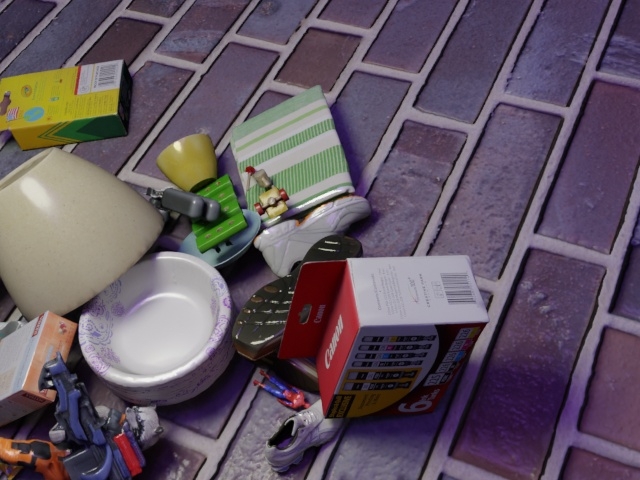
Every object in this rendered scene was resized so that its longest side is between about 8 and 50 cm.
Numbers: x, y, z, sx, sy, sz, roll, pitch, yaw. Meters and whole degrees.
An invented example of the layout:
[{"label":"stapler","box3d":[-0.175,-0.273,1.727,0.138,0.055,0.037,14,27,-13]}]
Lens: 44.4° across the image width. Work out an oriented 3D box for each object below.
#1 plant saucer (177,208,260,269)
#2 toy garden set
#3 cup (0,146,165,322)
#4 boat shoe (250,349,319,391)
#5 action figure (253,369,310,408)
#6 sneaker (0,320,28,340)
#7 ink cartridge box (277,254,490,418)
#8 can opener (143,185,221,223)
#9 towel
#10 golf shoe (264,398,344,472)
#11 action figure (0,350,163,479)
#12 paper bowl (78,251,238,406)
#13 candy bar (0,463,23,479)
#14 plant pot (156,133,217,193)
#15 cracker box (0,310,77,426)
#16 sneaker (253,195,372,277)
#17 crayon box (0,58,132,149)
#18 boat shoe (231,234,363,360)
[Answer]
[{"label":"plant saucer","box3d":[-0.204,0.010,1.618,0.195,0.037,0.195,-19,33,13]},{"label":"toy garden set","box3d":[-0.170,-0.072,1.631,0.204,0.049,0.244,-30,30,2]},{"label":"cup","box3d":[-0.506,-0.037,1.512,0.331,0.237,0.331,-29,23,14]},{"label":"boat shoe","box3d":[-0.063,0.212,1.462,0.190,0.068,0.072,26,46,23]},{"label":"action figure","box3d":[-0.067,0.277,1.433,0.115,0.030,0.038,26,66,23]},{"label":"sneaker","box3d":[-0.628,0.189,1.573,0.152,0.061,0.053,-5,81,28]},{"label":"ink cartridge box","box3d":[0.086,0.166,1.278,0.272,0.309,0.130,-1,52,-12]},{"label":"can opener","box3d":[-0.295,-0.067,1.636,0.280,0.074,0.093,10,91,55]},{"label":"towel","box3d":[-0.069,-0.178,1.725,0.248,0.038,0.324,-25,51,11]},{"label":"golf shoe","box3d":[-0.024,0.323,1.358,0.176,0.086,0.069,-41,57,-22]},{"label":"action figure","box3d":[-0.434,0.330,1.328,0.330,0.341,0.178,-13,17,-8]},{"label":"paper bowl","box3d":[-0.292,0.173,1.470,0.284,0.148,0.284,-5,53,6]},{"label":"candy bar","box3d":[-0.605,0.385,1.445,0.161,0.018,0.040,28,63,25]},{"label":"plant pot","box3d":[-0.282,-0.158,1.734,0.134,0.134,0.095,-27,76,-11]},{"label":"cracker box","box3d":[-0.548,0.240,1.435,0.232,0.067,0.155,-27,43,39]},{"label":"sneaker","box3d":[0.000,0.000,1.600,0.262,0.099,0.121,-24,81,-19]},{"label":"crayon box","box3d":[-0.634,-0.333,1.933,0.319,0.081,0.202,-7,53,3]},{"label":"boat shoe","box3d":[-0.024,0.121,1.464,0.123,0.119,0.324,24,49,36]}]
